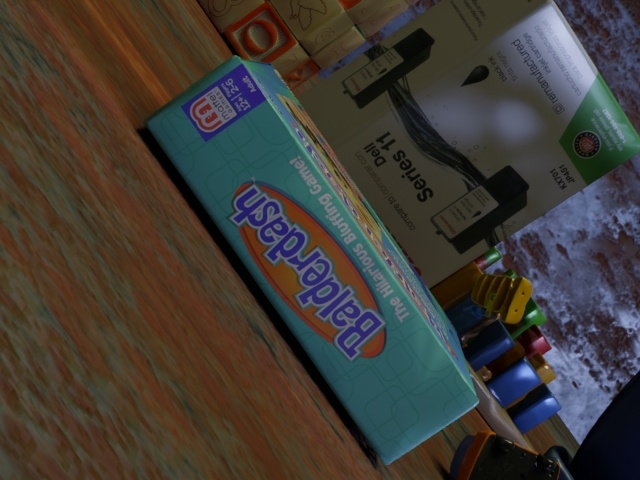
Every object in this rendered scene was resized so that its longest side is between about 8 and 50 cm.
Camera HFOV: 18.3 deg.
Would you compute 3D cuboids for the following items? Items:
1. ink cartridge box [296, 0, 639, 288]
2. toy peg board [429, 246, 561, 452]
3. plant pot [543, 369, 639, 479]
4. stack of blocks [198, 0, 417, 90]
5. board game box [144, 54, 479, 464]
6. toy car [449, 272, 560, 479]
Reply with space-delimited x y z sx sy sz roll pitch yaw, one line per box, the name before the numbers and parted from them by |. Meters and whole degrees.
ink cartridge box | 0.096 -0.076 1.394 0.153 0.208 0.087 51 9 -34
toy peg board | 0.124 0.062 1.495 0.161 0.079 0.160 52 5 -30
plant pot | 0.255 0.171 1.213 0.236 0.212 0.236 55 4 9
stack of blocks | 0.031 -0.267 1.534 0.171 0.297 0.087 55 4 14
board game box | 0.000 0.000 0.837 0.160 0.047 0.210 55 4 -2
toy car | 0.090 0.074 0.952 0.060 0.122 0.040 5 9 -37
